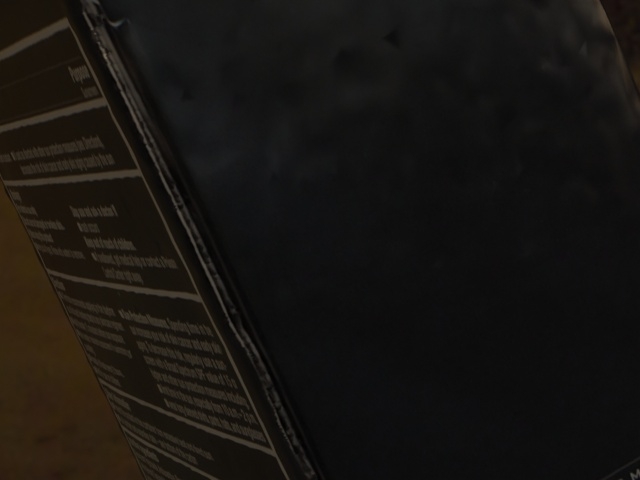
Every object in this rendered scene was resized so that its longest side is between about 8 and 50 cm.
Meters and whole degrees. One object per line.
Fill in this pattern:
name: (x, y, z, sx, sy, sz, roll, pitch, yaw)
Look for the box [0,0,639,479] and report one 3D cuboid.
box: (0.000, 0.000, 0.681, 0.183, 0.294, 0.296, -29, 11, -18)
